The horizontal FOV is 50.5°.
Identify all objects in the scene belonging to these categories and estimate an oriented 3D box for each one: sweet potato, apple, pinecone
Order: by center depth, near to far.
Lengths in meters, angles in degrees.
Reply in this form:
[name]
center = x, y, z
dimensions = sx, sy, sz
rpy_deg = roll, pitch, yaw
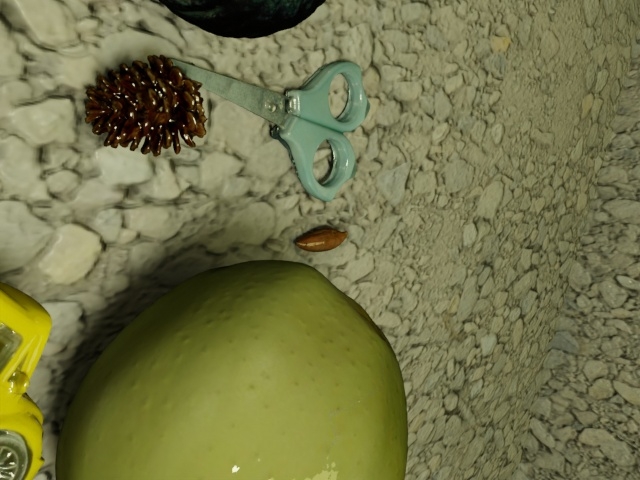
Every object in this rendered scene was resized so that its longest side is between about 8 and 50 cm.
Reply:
[pinecone]
center = -0.165, -0.129, 0.642
dimensions = 0.110, 0.102, 0.102
rpy_deg = 1, 107, -24
[apple]
center = -0.076, 0.203, 0.698
dimensions = 0.357, 0.358, 0.356
rpy_deg = -26, 125, -44
[sweet potato]
center = 0.000, 0.000, 0.955
dimensions = 0.095, 0.034, 0.034
rpy_deg = -8, 112, -39

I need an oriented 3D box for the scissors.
[scissors]
center = -0.053, -0.159, 0.820
dimensions = 0.360, 0.030, 0.191
rpy_deg = 10, 94, -51

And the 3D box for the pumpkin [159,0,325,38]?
[pumpkin]
center = -0.047, -0.294, 0.584
dimensions = 0.248, 0.248, 0.247
rpy_deg = -26, 125, -44

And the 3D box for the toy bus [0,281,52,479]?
[toy bus]
center = -0.316, 0.056, 0.480
dimensions = 0.152, 0.144, 0.330
rpy_deg = -56, 140, -20
